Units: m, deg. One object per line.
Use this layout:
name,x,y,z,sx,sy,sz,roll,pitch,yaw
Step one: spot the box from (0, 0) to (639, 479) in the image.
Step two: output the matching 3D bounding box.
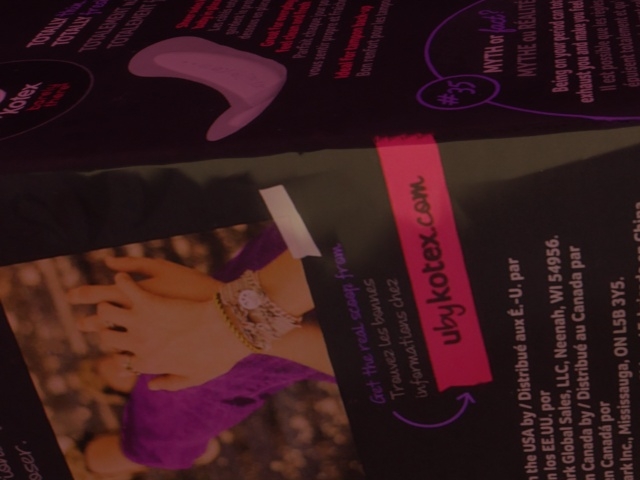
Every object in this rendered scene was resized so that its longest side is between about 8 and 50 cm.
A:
box,0.000,0.000,0.434,0.270,0.165,0.143,-3,117,11
